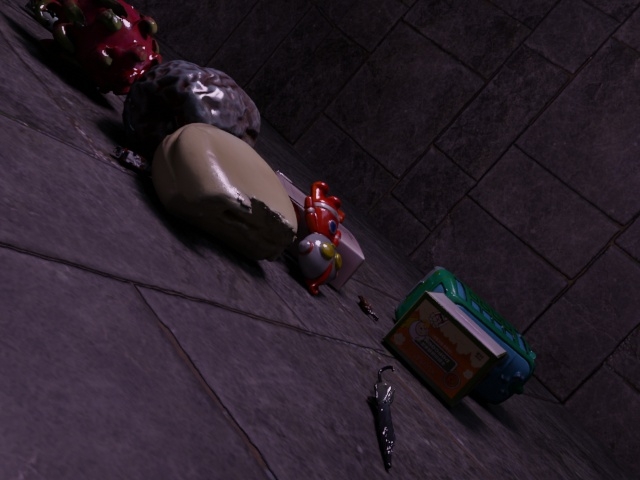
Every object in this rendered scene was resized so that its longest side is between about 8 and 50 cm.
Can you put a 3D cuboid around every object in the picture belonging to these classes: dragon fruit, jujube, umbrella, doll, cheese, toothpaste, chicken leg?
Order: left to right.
[{"bbox_3d":[-0.570,-0.466,1.675,0.239,0.039,0.062,40,12,-20],"label":"toothpaste"},{"bbox_3d":[-0.445,-0.396,1.433,0.273,0.198,0.218,21,28,29],"label":"dragon fruit"},{"bbox_3d":[-0.241,-0.228,1.376,0.226,0.226,0.317,43,14,8],"label":"jujube"},{"bbox_3d":[-0.154,-0.075,1.197,0.266,0.127,0.233,27,26,-47],"label":"cheese"},{"bbox_3d":[0.000,0.000,1.436,0.142,0.076,0.244,47,37,-42],"label":"doll"},{"bbox_3d":[0.103,0.148,1.617,0.036,0.021,0.083,47,3,-38],"label":"chicken leg"},{"bbox_3d":[0.084,0.244,1.011,0.269,0.044,0.044,-71,138,-72],"label":"umbrella"}]

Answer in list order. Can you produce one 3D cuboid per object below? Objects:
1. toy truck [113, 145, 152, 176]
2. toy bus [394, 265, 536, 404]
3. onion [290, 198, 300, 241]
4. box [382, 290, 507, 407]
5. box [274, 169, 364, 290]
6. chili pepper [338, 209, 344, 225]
[{"bbox_3d":[-0.301,-0.129,1.183,0.032,0.024,0.083,20,-6,32],"label":"toy truck"},{"bbox_3d":[0.357,0.239,1.750,0.344,0.183,0.199,39,12,-13],"label":"toy bus"},{"bbox_3d":[-0.088,-0.035,1.403,0.119,0.118,0.117,42,5,3],"label":"onion"},{"bbox_3d":[0.258,0.221,1.502,0.195,0.148,0.177,44,11,18],"label":"box"},{"bbox_3d":[-0.034,-0.029,1.616,0.252,0.106,0.203,38,8,-17],"label":"box"},{"bbox_3d":[0.029,-0.061,2.183,0.192,0.084,0.086,39,41,-1],"label":"chili pepper"}]
